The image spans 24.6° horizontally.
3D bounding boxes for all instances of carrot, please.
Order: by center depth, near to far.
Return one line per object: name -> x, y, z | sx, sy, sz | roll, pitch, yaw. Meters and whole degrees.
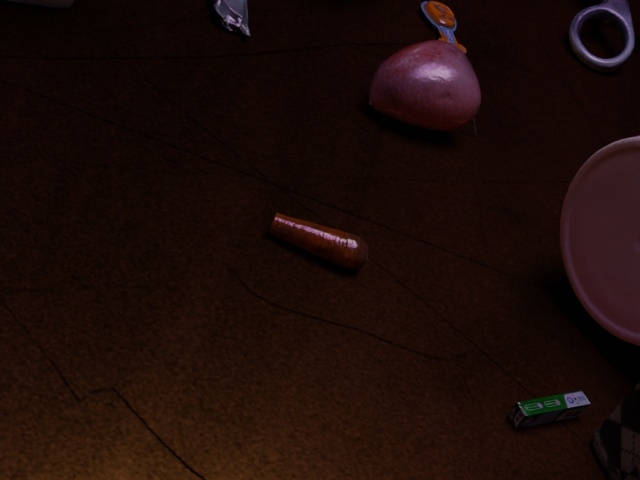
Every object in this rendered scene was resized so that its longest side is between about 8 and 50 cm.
carrot -> 0.000, 0.000, 1.322 | 0.093, 0.032, 0.032 | 21, 35, -5

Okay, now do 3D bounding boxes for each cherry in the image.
cherry -> 0.119, -0.164, 1.567 | 0.126, 0.087, 0.106 | -11, 46, -47

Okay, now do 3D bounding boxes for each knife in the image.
knife -> -0.106, -0.329, 1.655 | 0.044, 0.026, 0.296 | 11, 45, -19

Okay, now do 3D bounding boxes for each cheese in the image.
cheese -> 0.149, -0.259, 1.774 | 0.047, 0.017, 0.111 | 10, 39, -21

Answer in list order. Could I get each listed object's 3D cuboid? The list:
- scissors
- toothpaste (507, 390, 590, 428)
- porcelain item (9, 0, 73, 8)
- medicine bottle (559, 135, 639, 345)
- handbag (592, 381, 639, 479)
scissors -> 0.411, -0.382, 1.997 | 0.256, 0.029, 0.383 | -3, 57, -19
toothpaste -> 0.200, 0.147, 1.278 | 0.083, 0.020, 0.017 | -4, 48, -38
porcelain item -> -0.245, -0.421, 1.361 | 0.242, 0.405, 0.178 | 4, 40, -32
medicine bottle -> 0.404, -0.015, 1.438 | 0.302, 0.241, 0.241 | -10, 49, -42
handbag -> 0.470, 0.091, 1.210 | 0.317, 0.416, 0.180 | 9, 43, -32
